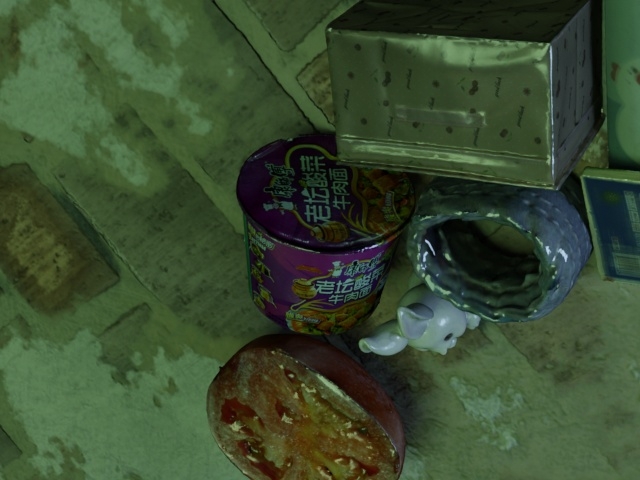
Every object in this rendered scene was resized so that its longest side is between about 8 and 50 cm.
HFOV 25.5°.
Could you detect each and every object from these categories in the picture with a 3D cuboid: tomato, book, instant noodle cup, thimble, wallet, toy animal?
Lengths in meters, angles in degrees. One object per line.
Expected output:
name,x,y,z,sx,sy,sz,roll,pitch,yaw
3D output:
tomato,-0.009,0.270,2.198,0.338,0.144,0.338,17,127,23
book,0.497,0.001,1.783,0.322,0.018,0.228,8,145,24
instant noodle cup,0.000,0.000,1.993,0.251,0.251,0.190,23,135,17
thimble,0.238,-0.004,1.885,0.236,0.172,0.205,29,125,13
wallet,0.466,-0.199,1.702,0.252,0.083,0.360,9,125,26
toy animal,0.144,0.121,1.980,0.103,0.221,0.131,-24,101,32

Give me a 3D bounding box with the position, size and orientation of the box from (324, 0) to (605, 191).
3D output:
box,0.187,-0.207,1.767,0.297,0.225,0.190,9,121,24
